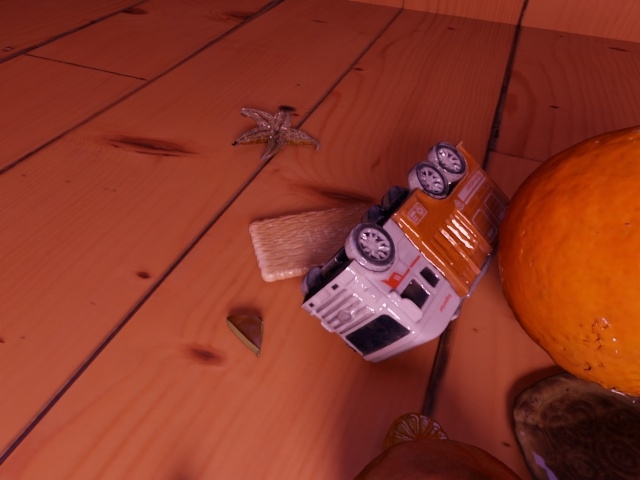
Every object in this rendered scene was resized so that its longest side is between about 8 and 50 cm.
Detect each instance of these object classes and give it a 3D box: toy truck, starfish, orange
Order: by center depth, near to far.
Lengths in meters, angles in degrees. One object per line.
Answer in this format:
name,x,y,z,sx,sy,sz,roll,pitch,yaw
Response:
orange,0.445,0.042,0.587,0.423,0.424,0.326,10,76,8
toy truck,0.156,0.017,0.738,0.207,0.173,0.387,45,52,1
starfish,-0.109,-0.262,1.141,0.240,0.043,0.227,22,48,16

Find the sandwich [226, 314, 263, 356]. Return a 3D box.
sandwich,-0.106,0.136,0.713,0.083,0.031,0.044,35,56,28

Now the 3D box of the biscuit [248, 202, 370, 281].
biscuit,0.000,0.001,0.866,0.249,0.030,0.160,-11,43,-14

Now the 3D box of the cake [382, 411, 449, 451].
cake,0.119,0.259,0.579,0.084,0.044,0.084,2,43,-2

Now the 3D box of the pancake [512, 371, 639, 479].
pancake,0.373,0.270,0.586,0.249,0.031,0.250,4,41,-3

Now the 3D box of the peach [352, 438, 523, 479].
peach,0.110,0.286,0.413,0.214,0.236,0.214,-5,46,5
